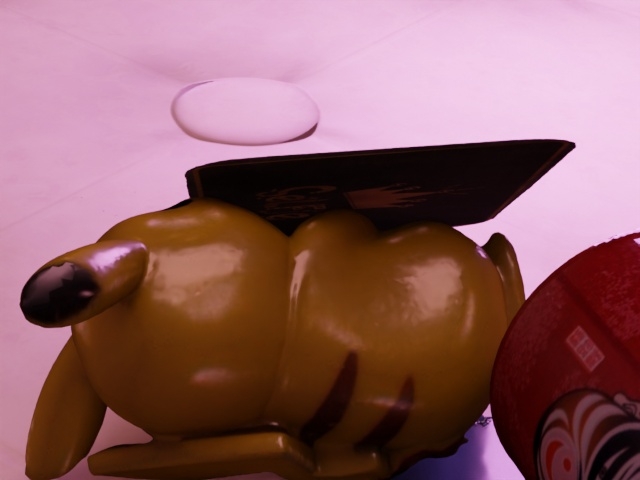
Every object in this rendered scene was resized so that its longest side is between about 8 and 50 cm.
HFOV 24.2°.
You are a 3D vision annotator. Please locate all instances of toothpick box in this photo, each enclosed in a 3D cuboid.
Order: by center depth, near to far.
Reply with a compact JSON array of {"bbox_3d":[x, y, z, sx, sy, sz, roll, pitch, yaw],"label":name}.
[{"bbox_3d":[0.243,0.152,0.801,0.204,0.204,0.333,-6,29,-15],"label":"toothpick box"}]

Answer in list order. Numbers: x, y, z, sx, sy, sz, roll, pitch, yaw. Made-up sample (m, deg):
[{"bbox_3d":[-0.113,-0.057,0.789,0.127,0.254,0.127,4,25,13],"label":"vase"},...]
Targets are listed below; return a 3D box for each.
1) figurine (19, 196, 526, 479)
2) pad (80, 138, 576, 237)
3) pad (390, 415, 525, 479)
[{"bbox_3d":[-0.039,0.068,0.949,0.327,0.218,0.169,10,50,-16],"label":"figurine"},{"bbox_3d":[-0.001,-0.001,1.063,0.315,0.063,0.375,-3,-8,-2],"label":"pad"},{"bbox_3d":[0.147,0.192,0.953,0.269,0.012,0.269,-2,32,-9],"label":"pad"}]
